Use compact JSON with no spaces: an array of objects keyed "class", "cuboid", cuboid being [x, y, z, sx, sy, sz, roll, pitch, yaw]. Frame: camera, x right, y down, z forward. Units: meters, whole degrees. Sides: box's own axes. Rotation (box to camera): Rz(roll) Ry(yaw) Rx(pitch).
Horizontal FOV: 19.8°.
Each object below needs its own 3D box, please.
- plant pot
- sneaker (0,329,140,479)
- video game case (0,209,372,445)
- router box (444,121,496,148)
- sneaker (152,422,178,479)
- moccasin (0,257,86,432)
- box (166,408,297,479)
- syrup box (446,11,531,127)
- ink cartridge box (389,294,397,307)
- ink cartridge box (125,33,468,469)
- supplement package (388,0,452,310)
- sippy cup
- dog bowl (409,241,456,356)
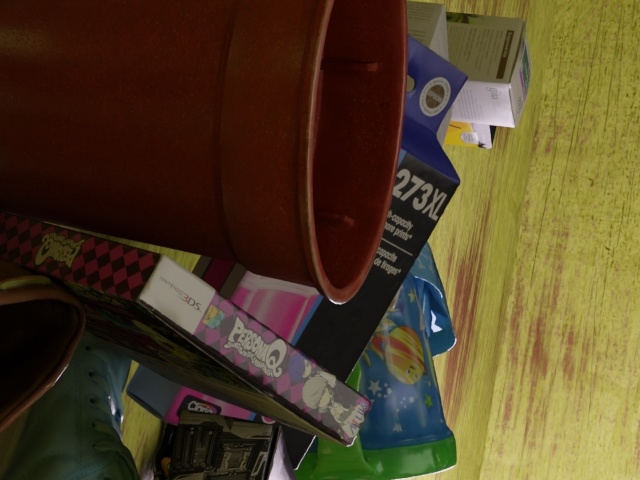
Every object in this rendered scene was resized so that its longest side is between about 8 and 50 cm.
[{"class":"plant pot","cuboid":[-0.096,-0.103,1.314,0.272,0.265,0.272,6,90,-75]},{"class":"sneaker","cuboid":[-0.178,0.183,1.357,0.135,0.150,0.366,82,21,-47]},{"class":"video game case","cuboid":[-0.106,0.059,1.278,0.210,0.232,0.042,37,75,-35]},{"class":"router box","cuboid":[0.169,-0.201,2.526,0.179,0.133,0.046,73,27,-55]},{"class":"sneaker","cuboid":[-0.128,0.247,1.710,0.092,0.088,0.225,66,18,-50]},{"class":"moccasin","cuboid":[-0.247,0.110,1.070,0.380,0.147,0.139,-41,136,-69]},{"class":"box","cuboid":[-0.080,0.279,1.403,0.307,0.076,0.242,82,18,-72]},{"class":"syrup box","cuboid":[0.122,-0.207,2.144,0.093,0.237,0.096,69,31,-58]},{"class":"ink cartridge box","cuboid":[-0.038,-0.105,1.606,0.119,0.207,0.353,-24,125,-35]},{"class":"ink cartridge box","cuboid":[0.000,0.000,1.506,0.176,0.069,0.371,28,90,-47]},{"class":"supplement package","cuboid":[0.022,-0.099,1.933,0.177,0.175,0.293,82,21,-48]},{"class":"sippy cup","cuboid":[0.028,0.144,2.019,0.240,0.305,0.224,-4,91,-30]},{"class":"dog bowl","cuboid":[0.076,0.066,2.263,0.297,0.166,0.074,65,22,-62]}]
